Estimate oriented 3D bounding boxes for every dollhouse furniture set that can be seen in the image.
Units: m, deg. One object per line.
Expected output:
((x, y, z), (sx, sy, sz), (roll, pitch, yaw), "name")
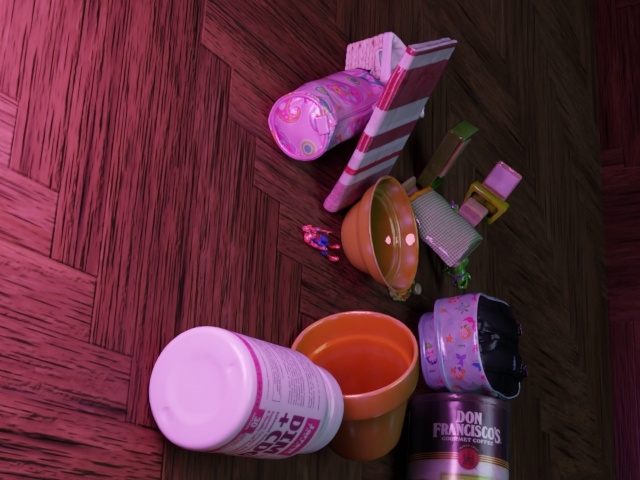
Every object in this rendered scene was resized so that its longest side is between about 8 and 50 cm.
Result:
((0.287, -0.102, 2.142), (0.197, 0.151, 0.301), (39, 32, 9), "dollhouse furniture set")

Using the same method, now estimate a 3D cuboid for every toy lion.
((0.163, 0.073, 2.089), (0.096, 0.034, 0.100), (9, 75, -53), "toy lion")

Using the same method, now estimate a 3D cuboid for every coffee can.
((0.263, 0.450, 1.994), (0.201, 0.201, 0.275), (37, 51, -53), "coffee can")

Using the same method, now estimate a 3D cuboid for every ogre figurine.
((0.301, -0.004, 2.296), (0.197, 0.097, 0.118), (-65, 151, -29), "ogre figurine")

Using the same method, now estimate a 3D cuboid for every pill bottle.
((-0.090, 0.218, 1.429), (0.283, 0.160, 0.160), (25, 61, -58), "pill bottle")

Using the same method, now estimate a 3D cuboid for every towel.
((0.124, -0.213, 1.866), (0.329, 0.037, 0.237), (-63, 165, 25), "towel")

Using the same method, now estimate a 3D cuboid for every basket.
((0.127, -0.314, 2.034), (0.167, 0.103, 0.113), (36, 53, -53), "basket")

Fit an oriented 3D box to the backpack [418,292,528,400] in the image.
((0.308, 0.221, 2.146), (0.253, 0.191, 0.225), (30, 54, -65), "backpack")

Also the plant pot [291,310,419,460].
((0.062, 0.251, 1.695), (0.205, 0.205, 0.188), (-61, 151, -49), "plant pot")

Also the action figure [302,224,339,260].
((0.000, 0.000, 1.799), (0.115, 0.030, 0.038), (36, 57, -51), "action figure")

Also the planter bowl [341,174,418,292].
((0.098, -0.007, 1.916), (0.217, 0.090, 0.217), (25, 62, -59), "planter bowl")

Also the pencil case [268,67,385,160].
((0.022, -0.224, 1.799), (0.284, 0.124, 0.124), (-32, 112, -59), "pencil case")
